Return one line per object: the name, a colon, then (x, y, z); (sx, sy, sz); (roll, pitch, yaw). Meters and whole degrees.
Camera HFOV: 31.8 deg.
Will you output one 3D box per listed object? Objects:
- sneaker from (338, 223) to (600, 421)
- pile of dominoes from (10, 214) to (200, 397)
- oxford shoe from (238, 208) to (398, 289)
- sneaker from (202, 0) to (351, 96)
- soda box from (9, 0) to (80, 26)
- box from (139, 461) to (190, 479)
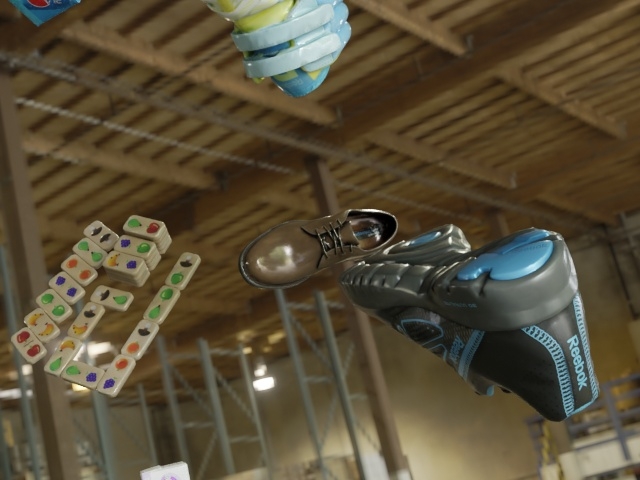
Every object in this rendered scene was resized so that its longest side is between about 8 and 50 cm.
sneaker: (0.115, 0.069, 0.966); (0.125, 0.139, 0.341); (-26, 10, -13)
pile of dominoes: (-0.295, 0.073, 1.499); (0.196, 0.251, 0.040); (14, -34, 24)
oxford shoe: (0.000, 0.000, 1.447); (0.227, 0.083, 0.096); (-20, -5, -27)
sneaker: (-0.075, -0.232, 1.048); (0.127, 0.208, 0.319); (-1, 10, 43)
soda box: (-0.301, -0.347, 1.266); (0.067, 0.210, 0.071); (-21, -43, 28)
box: (-0.177, 0.457, 1.477); (0.063, 0.324, 0.067); (-11, -6, -14)
